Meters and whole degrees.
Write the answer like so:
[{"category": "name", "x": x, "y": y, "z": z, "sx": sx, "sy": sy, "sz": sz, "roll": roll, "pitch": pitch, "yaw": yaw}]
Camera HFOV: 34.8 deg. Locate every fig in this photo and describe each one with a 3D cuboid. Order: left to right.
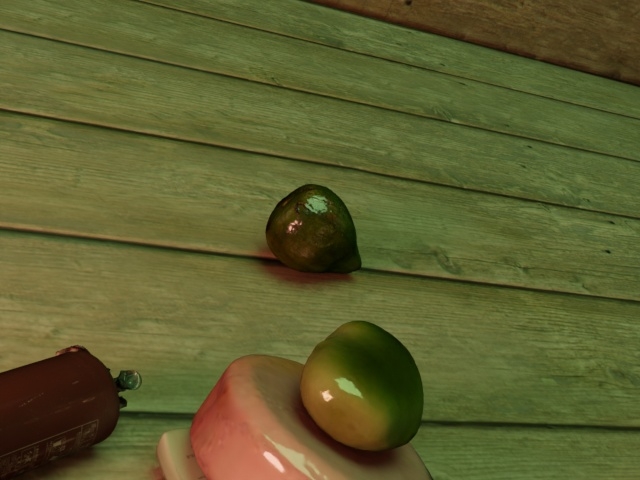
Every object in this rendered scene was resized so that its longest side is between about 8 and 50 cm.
[{"category": "fig", "x": 0.000, "y": 0.000, "z": 1.423, "sx": 0.156, "sy": 0.123, "sz": 0.123, "roll": 47, "pitch": 19, "yaw": -21}]

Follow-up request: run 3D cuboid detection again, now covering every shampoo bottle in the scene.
[{"category": "shampoo bottle", "x": -0.080, "y": 0.257, "z": 0.931, "sx": 0.072, "sy": 0.049, "sz": 0.212, "roll": 13, "pitch": 25, "yaw": -50}]

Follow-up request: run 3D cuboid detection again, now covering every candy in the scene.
[{"category": "candy", "x": 0.002, "y": 0.213, "z": 0.968, "sx": 0.255, "sy": 0.094, "sz": 0.255, "roll": 33, "pitch": 12, "yaw": -8}]

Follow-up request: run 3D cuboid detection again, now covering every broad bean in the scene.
[{"category": "broad bean", "x": 0.039, "y": 0.139, "z": 0.960, "sx": 0.124, "sy": 0.082, "sz": 0.174, "roll": 35, "pitch": 22, "yaw": -4}]

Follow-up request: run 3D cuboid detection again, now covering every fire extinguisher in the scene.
[{"category": "fire extinguisher", "x": -0.269, "y": 0.160, "z": 0.921, "sx": 0.105, "sy": 0.104, "sz": 0.269, "roll": 36, "pitch": 29, "yaw": 25}]
